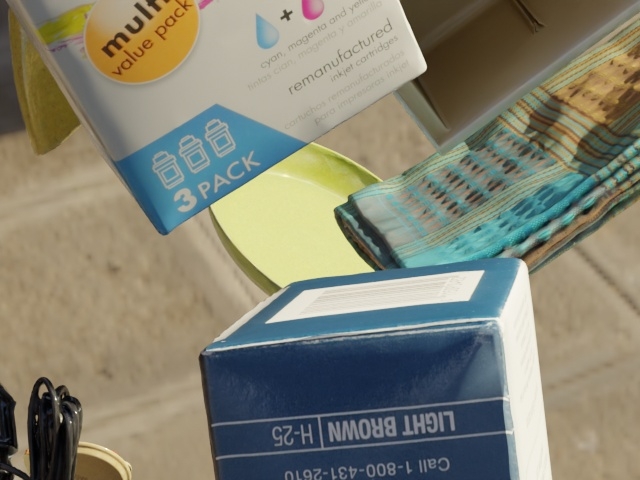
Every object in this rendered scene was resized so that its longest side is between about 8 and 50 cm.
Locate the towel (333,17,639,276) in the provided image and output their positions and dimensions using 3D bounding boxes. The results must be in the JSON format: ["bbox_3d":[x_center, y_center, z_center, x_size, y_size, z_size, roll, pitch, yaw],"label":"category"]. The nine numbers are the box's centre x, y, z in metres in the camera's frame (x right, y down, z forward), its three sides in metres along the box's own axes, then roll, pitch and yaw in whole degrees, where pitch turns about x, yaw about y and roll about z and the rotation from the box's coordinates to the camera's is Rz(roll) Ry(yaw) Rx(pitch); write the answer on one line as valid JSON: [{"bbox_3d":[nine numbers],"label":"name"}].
[{"bbox_3d":[0.185,-0.084,1.164,0.370,0.040,0.271,-34,15,-2],"label":"towel"}]

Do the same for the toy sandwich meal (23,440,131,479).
[{"bbox_3d":[-0.189,0.176,1.461,0.085,0.086,0.029,-1,46,6],"label":"toy sandwich meal"}]

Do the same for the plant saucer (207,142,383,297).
[{"bbox_3d":[0.000,0.000,1.624,0.241,0.037,0.241,22,34,-16],"label":"plant saucer"}]

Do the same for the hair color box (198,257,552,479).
[{"bbox_3d":[0.041,0.190,0.682,0.105,0.347,0.174,-7,5,10],"label":"hair color box"}]

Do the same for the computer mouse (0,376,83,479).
[{"bbox_3d":[-0.227,0.164,1.218,0.060,0.184,0.262,-2,6,-44],"label":"computer mouse"}]

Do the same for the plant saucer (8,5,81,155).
[{"bbox_3d":[-0.106,-0.243,1.303,0.333,0.081,0.333,-43,21,11],"label":"plant saucer"}]

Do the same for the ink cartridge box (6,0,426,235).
[{"bbox_3d":[-0.051,-0.102,0.556,0.104,0.181,0.061,-33,41,-6],"label":"ink cartridge box"}]

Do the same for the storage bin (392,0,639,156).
[{"bbox_3d":[0.093,-0.240,1.074,0.262,0.260,0.123,-36,29,8],"label":"storage bin"}]
